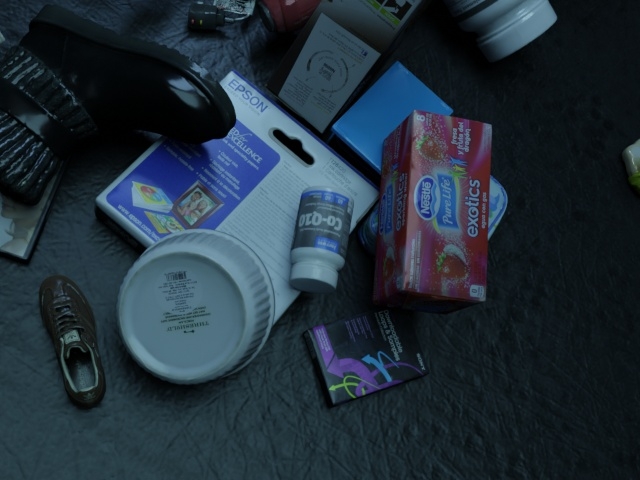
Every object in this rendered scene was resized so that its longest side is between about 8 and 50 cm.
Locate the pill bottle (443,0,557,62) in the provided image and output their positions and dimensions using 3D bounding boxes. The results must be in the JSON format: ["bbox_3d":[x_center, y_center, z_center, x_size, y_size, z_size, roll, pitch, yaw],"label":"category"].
[{"bbox_3d":[0.270,-0.457,1.438,0.161,0.161,0.283,-41,103,-25],"label":"pill bottle"}]

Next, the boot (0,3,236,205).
[{"bbox_3d":[-0.316,-0.152,1.153,0.347,0.131,0.260,23,62,13],"label":"boot"}]

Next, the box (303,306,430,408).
[{"bbox_3d":[0.069,0.164,1.248,0.162,0.029,0.116,-15,75,-22],"label":"box"}]

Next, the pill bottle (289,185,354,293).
[{"bbox_3d":[0.000,0.000,1.191,0.078,0.078,0.137,14,68,-11],"label":"pill bottle"}]

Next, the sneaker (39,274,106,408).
[{"bbox_3d":[-0.321,0.125,1.122,0.066,0.071,0.188,-17,76,-22],"label":"sneaker"}]

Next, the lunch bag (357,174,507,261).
[{"bbox_3d":[0.177,-0.031,1.320,0.176,0.090,0.219,37,64,0],"label":"lunch bag"}]

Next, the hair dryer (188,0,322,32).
[{"bbox_3d":[-0.064,-0.430,1.361,0.293,0.080,0.224,7,69,7],"label":"hair dryer"}]

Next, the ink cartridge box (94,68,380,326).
[{"bbox_3d":[-0.114,-0.053,1.256,0.303,0.072,0.307,40,62,2],"label":"ink cartridge box"}]

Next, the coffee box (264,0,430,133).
[{"bbox_3d":[0.063,-0.322,1.260,0.119,0.297,0.168,39,37,0],"label":"coffee box"}]

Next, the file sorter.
[{"bbox_3d":[0.099,-0.168,1.340,0.118,0.104,0.170,42,64,2],"label":"file sorter"}]

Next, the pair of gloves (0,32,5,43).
[{"bbox_3d":[-0.574,-0.291,1.170,0.204,0.042,0.240,-44,91,0],"label":"pair of gloves"}]

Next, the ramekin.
[{"bbox_3d":[-0.167,0.090,1.112,0.207,0.109,0.207,0,94,5],"label":"ramekin"}]

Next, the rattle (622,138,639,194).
[{"bbox_3d":[0.640,-0.152,1.481,0.199,0.143,0.130,-6,53,-12],"label":"rattle"}]

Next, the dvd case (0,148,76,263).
[{"bbox_3d":[-0.452,-0.109,1.199,0.180,0.022,0.253,19,66,-9],"label":"dvd case"}]

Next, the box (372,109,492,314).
[{"bbox_3d":[0.154,-0.035,1.190,0.122,0.128,0.257,8,76,-14],"label":"box"}]
